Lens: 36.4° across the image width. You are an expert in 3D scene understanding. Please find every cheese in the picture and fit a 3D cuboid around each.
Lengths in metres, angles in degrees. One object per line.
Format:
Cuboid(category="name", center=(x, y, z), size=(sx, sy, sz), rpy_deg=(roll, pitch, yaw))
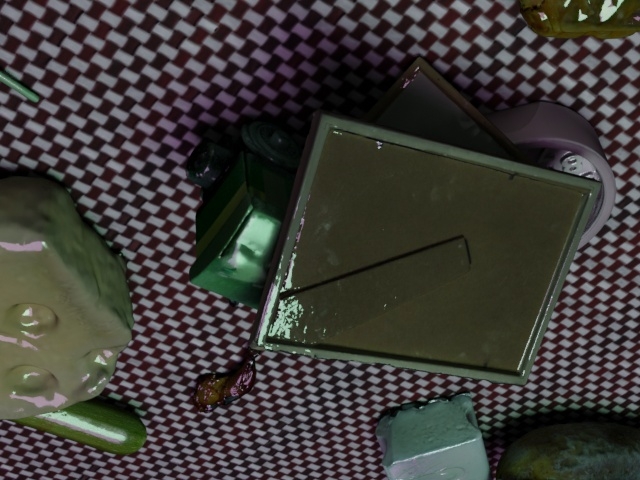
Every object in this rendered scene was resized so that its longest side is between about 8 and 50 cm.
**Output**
Cuboid(category="cheese", center=(-0.361, 0.070, 1.098), size=(0.318, 0.115, 0.326), rpy_deg=(22, 129, -25))

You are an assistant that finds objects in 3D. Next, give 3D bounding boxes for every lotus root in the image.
Cuboid(category="lotus root", center=(0.401, 0.352, 1.432), size=(0.349, 0.175, 0.175), rpy_deg=(1, 136, -21))

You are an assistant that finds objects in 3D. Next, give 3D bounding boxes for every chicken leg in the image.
Cuboid(category="chicken leg", center=(-0.120, 0.188, 1.305), size=(0.145, 0.037, 0.062), rpy_deg=(-34, 116, 27))

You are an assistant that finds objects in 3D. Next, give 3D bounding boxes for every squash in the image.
Cuboid(category="squash", center=(-0.337, 0.232, 1.297), size=(0.228, 0.066, 0.066), rpy_deg=(24, 128, -26))

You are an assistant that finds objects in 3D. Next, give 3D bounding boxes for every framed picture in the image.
Cuboid(category="framed picture", center=(0.128, -0.069, 0.993), size=(0.201, 0.010, 0.136), rpy_deg=(43, 107, -1))
Cuboid(category="framed picture", center=(0.105, 0.020, 0.932), size=(0.314, 0.024, 0.232), rpy_deg=(11, 105, -25))

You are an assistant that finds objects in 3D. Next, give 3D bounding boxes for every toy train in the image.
Cuboid(category="toy train", center=(0.000, 0.000, 1.010), size=(0.300, 0.202, 0.120), rpy_deg=(25, 123, -27))

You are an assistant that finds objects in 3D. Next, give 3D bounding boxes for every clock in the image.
Cuboid(category="clock", center=(0.219, -0.055, 1.071), size=(0.196, 0.068, 0.197), rpy_deg=(-4, 135, -4))

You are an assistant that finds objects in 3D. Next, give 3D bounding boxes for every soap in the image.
Cuboid(category="soap", center=(0.178, 0.348, 1.450), size=(0.150, 0.094, 0.261), rpy_deg=(-13, 134, 7))

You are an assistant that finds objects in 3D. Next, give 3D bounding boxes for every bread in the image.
Cuboid(category="bread", center=(0.312, -0.234, 0.891), size=(0.269, 0.098, 0.087), rpy_deg=(-4, 93, -3))

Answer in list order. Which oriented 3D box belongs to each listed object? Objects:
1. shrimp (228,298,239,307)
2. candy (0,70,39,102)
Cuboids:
Cuboid(category="shrimp", center=(-0.029, 0.048, 1.140), size=(0.174, 0.082, 0.076), rpy_deg=(-4, 140, 8))
Cuboid(category="candy", center=(-0.340, -0.183, 0.903), size=(0.060, 0.060, 0.201), rpy_deg=(-30, 138, 22))
